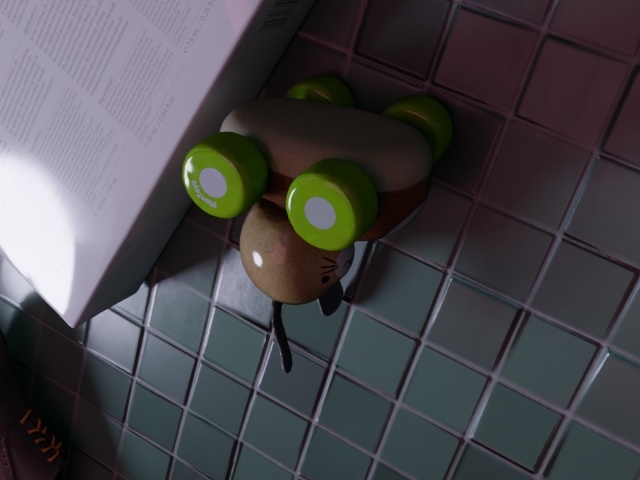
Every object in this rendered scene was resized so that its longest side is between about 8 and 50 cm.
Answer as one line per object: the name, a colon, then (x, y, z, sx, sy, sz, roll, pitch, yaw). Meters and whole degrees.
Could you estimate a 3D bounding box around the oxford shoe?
oxford shoe: (-0.312, 0.201, 0.874, 0.099, 0.097, 0.271, -2, 112, 8)

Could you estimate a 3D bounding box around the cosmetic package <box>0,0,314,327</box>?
cosmetic package: (-0.195, -0.158, 0.669, 0.284, 0.097, 0.377, 42, 121, 8)

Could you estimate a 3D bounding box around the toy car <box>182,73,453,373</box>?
toy car: (0.000, 0.000, 0.594, 0.149, 0.155, 0.188, 17, 124, 23)
